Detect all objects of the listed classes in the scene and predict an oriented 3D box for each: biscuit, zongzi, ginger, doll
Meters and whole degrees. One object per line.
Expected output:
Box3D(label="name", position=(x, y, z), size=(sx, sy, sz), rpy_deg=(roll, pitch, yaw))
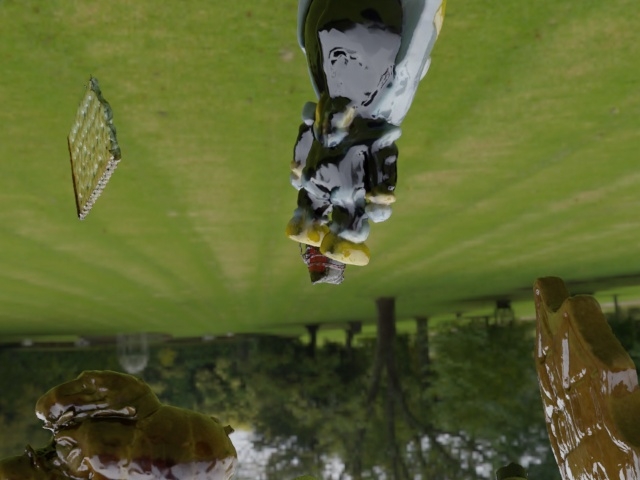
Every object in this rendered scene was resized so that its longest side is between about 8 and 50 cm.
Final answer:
Box3D(label="biscuit", position=(-0.292, -0.122, 1.179), size=(0.016, 0.144, 0.203), rpy_deg=(-3, 160, -28))
Box3D(label="zongzi", position=(0.000, 0.000, 0.984), size=(0.073, 0.083, 0.067), rpy_deg=(25, -169, 28))
Box3D(label="ginger", position=(-0.286, 0.333, 1.196), size=(0.274, 0.357, 0.152), rpy_deg=(43, 157, -17))
Box3D(label="doll", position=(0.034, -0.137, 0.764), size=(0.103, 0.316, 0.145), rpy_deg=(6, -166, -20))
Box3D(label="biscuit", position=(0.185, 0.125, 0.647), size=(0.034, 0.215, 0.182), rpy_deg=(-12, 156, -4))

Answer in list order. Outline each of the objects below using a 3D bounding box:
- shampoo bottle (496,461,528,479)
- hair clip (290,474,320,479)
Box3D(label="shampoo bottle", position=(0.253, 0.395, 1.157), size=(0.078, 0.257, 0.127), rpy_deg=(-25, 126, 26))
Box3D(label="hair clip", position=(-0.028, 0.332, 0.899), size=(0.159, 0.218, 0.071), rpy_deg=(-9, -158, -35))
